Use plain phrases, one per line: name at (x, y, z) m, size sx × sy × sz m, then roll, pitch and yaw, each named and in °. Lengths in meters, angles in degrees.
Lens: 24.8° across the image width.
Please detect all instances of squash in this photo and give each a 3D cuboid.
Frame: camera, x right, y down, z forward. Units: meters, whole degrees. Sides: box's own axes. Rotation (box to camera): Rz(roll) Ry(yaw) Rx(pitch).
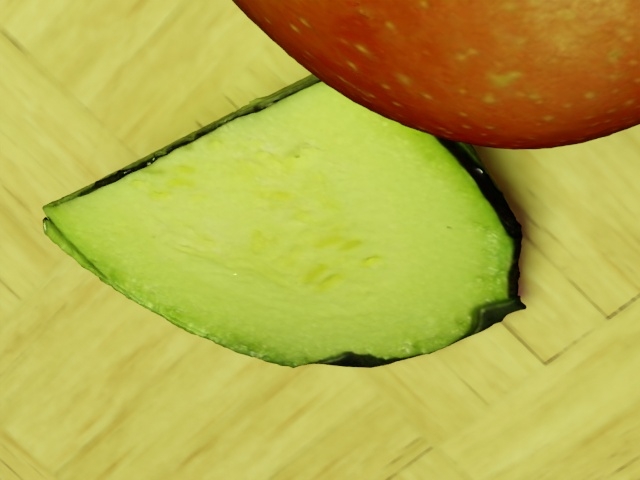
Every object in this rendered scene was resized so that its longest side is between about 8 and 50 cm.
squash at (0.000, -0.021, 0.657) m, size 0.192 × 0.085 × 0.184 m, roll -20°, pitch 137°, yaw 31°

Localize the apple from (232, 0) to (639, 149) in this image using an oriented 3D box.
apple at (0.067, -0.153, 0.437) m, size 0.260 × 0.260 × 0.216 m, roll -13°, pitch 117°, yaw 27°
